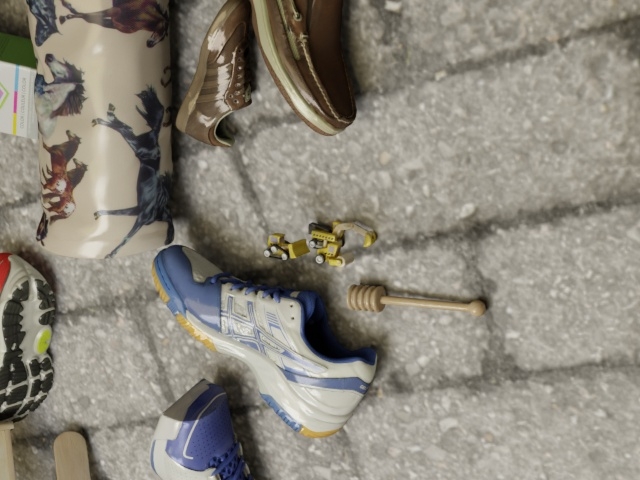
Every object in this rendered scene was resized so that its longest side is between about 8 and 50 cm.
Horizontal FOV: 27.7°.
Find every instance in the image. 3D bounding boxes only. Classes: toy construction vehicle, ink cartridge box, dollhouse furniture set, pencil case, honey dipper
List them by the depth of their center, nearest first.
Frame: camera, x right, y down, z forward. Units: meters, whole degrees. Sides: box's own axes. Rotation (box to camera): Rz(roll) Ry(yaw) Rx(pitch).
[{"bbox_3d":[0.105,0.067,1.419,0.161,0.030,0.030,2,110,29],"label":"honey dipper"},{"bbox_3d":[0.000,0.000,1.425,0.098,0.086,0.035,10,108,31],"label":"toy construction vehicle"},{"bbox_3d":[-0.259,-0.169,1.482,0.184,0.160,0.410,14,116,30],"label":"pencil case"},{"bbox_3d":[-0.434,-0.202,1.580,0.209,0.062,0.109,13,132,-3],"label":"ink cartridge box"},{"bbox_3d":[-0.502,0.369,1.886,0.355,0.303,0.173,148,115,-65],"label":"dollhouse furniture set"}]

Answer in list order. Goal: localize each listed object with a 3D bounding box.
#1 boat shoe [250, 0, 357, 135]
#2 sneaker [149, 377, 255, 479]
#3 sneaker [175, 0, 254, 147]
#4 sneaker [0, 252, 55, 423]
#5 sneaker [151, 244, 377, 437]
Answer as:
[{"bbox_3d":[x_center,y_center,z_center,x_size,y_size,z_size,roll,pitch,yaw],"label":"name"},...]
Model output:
[{"bbox_3d":[-0.016,-0.236,1.335,0.095,0.095,0.257,-23,95,32],"label":"boat shoe"},{"bbox_3d":[-0.106,0.331,1.619,0.182,0.127,0.315,19,125,22],"label":"sneaker"},{"bbox_3d":[-0.099,-0.186,1.441,0.071,0.066,0.188,28,129,2],"label":"sneaker"},{"bbox_3d":[-0.430,0.138,1.781,0.118,0.107,0.279,41,125,36],"label":"sneaker"},{"bbox_3d":[-0.059,0.087,1.504,0.296,0.112,0.131,40,112,8],"label":"sneaker"}]
